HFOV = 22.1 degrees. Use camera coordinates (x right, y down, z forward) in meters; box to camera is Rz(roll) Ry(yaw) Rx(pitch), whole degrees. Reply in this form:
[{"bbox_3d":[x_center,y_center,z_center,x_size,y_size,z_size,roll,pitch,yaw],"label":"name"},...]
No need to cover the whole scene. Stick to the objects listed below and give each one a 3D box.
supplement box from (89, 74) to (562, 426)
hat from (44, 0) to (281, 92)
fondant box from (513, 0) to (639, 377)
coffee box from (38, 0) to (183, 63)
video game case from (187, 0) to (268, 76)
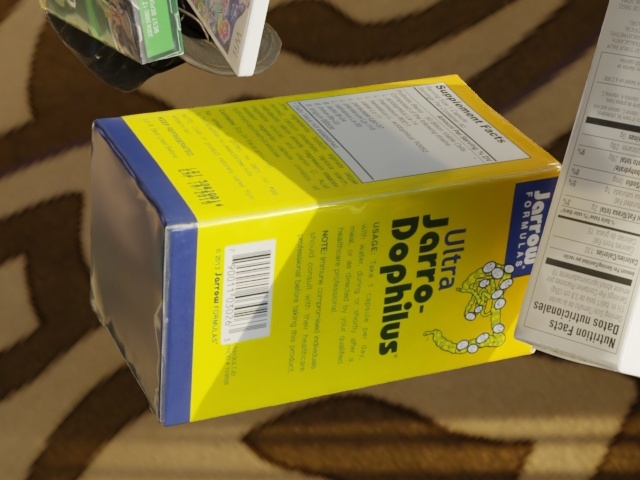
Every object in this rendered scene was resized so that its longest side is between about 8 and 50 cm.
[{"bbox_3d":[0.000,0.000,1.413,0.356,0.195,0.194,-9,33,-22],"label":"supplement box"},{"bbox_3d":[-0.208,-0.245,1.831,0.134,0.331,0.331,-52,39,22],"label":"hat"},{"bbox_3d":[0.280,-0.059,1.189,0.096,0.238,0.330,17,91,40],"label":"fondant box"},{"bbox_3d":[-0.168,-0.209,1.235,0.040,0.113,0.184,-21,32,-26],"label":"coffee box"},{"bbox_3d":[-0.057,-0.160,0.911,0.011,0.087,0.122,-7,42,-27],"label":"video game case"}]
